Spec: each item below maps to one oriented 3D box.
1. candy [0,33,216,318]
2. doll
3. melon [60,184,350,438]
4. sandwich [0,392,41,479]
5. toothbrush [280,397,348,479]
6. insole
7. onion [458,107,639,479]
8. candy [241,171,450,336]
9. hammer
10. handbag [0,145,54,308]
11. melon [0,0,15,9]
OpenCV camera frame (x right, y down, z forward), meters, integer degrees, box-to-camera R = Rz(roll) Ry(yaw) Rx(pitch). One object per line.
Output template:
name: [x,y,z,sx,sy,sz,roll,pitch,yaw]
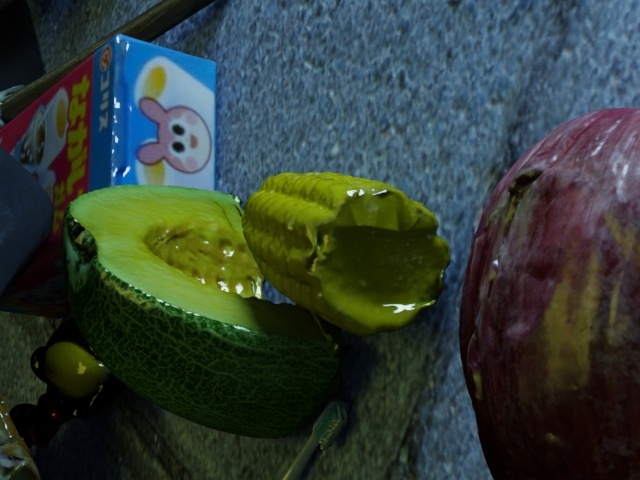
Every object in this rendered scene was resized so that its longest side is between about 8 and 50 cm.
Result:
candy: [-0.199,-0.045,1.600,0.306,0.100,0.157,-29,56,54]
doll: [-0.196,0.103,1.557,0.249,0.088,0.127,-26,63,59]
melon: [-0.108,0.058,1.333,0.265,0.169,0.129,53,128,58]
sandwich: [-0.328,0.208,1.601,0.227,0.155,0.198,47,151,51]
toothbrush: [-0.043,0.208,1.331,0.263,0.022,0.026,-59,24,31]
insole: [-0.340,-0.194,1.893,0.012,0.110,0.309,81,174,-47]
onion: [0.145,0.064,0.964,0.227,0.120,0.283,-20,64,61]
candy: [0.000,0.000,1.248,0.094,0.106,0.199,-62,25,-4]
hammer: [-0.195,-0.160,1.653,0.365,0.111,0.043,-23,92,47]
handbag: [-0.356,0.023,1.516,0.181,0.181,0.254,-7,48,55]
melon: [-0.350,-0.372,1.811,0.248,0.249,0.329,-3,71,59]
